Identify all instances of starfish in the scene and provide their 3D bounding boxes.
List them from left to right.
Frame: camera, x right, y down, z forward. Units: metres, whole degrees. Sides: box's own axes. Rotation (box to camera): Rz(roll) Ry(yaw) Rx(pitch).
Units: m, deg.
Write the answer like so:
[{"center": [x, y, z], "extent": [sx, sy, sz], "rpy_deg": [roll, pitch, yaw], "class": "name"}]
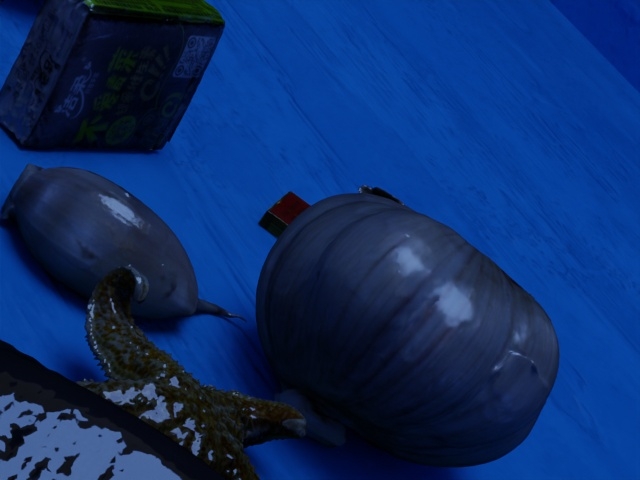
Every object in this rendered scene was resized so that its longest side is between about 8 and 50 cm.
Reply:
[{"center": [-0.119, 0.160, 1.573], "extent": [0.312, 0.113, 0.303], "rpy_deg": [30, 22, -19], "class": "starfish"}]

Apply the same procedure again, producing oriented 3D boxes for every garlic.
[{"center": [-0.175, 0.021, 1.815], "extent": [0.266, 0.128, 0.148], "rpy_deg": [41, 33, -12], "class": "garlic"}, {"center": [0.084, 0.088, 1.827], "extent": [0.322, 0.241, 0.322], "rpy_deg": [22, 13, -5], "class": "garlic"}]

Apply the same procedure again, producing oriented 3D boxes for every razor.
[{"center": [-0.152, 0.214, 1.353], "extent": [0.327, 0.107, 0.189], "rpy_deg": [37, 50, 1], "class": "razor"}]

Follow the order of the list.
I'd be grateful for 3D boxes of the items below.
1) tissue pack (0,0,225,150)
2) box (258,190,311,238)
[{"center": [-0.218, -0.181, 2.035], "extent": [0.073, 0.173, 0.235], "rpy_deg": [39, 22, 28], "class": "tissue pack"}, {"center": [0.000, 0.000, 2.170], "extent": [0.133, 0.023, 0.090], "rpy_deg": [36, 24, 6], "class": "box"}]
